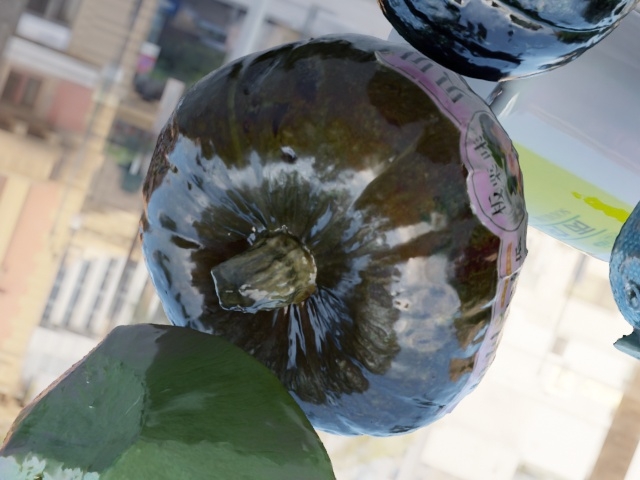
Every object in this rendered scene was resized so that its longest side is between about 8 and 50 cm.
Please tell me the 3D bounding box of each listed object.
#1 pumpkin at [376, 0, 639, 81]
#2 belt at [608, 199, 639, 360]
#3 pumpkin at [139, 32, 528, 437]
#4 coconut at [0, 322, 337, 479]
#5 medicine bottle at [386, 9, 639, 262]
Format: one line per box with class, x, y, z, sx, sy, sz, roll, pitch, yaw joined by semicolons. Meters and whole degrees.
pumpkin;0.117;-0.191;0.874;0.161;0.221;0.220;28;-176;-9
belt;0.287;0.005;1.175;0.163;0.148;0.082;-14;-161;-24
pumpkin;-0.002;0.000;1.016;0.260;0.260;0.189;23;-154;23
coconut;-0.087;0.162;0.891;0.204;0.236;0.236;19;-175;17
medicine bottle;0.245;-0.102;1.462;0.378;0.214;0.213;24;-177;-33
